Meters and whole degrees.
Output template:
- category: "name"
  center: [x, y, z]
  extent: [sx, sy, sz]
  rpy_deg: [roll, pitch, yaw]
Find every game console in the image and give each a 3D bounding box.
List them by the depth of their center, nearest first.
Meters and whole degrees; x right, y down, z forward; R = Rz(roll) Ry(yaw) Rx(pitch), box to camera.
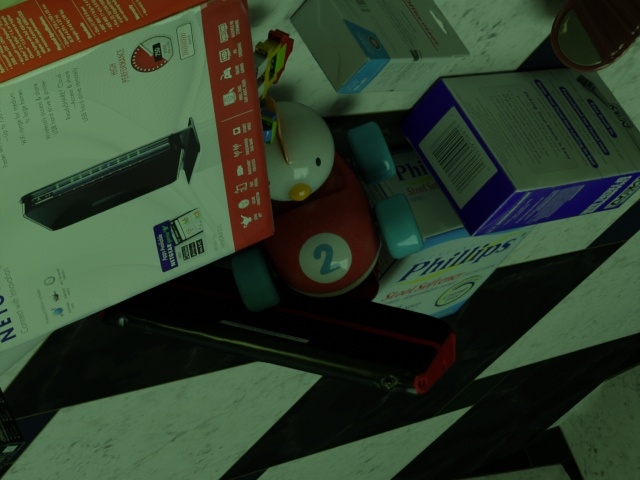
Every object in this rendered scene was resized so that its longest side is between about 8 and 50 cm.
- category: "game console"
  center: [-0.039, 0.110, 2.051]
  extent: [0.342, 0.386, 0.060]
  rpy_deg: [-33, 134, -76]

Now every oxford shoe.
- category: "oxford shoe"
  center: [0.417, -0.348, 2.068]
  extent: [0.348, 0.123, 0.130]
  rpy_deg: [-38, -174, 12]

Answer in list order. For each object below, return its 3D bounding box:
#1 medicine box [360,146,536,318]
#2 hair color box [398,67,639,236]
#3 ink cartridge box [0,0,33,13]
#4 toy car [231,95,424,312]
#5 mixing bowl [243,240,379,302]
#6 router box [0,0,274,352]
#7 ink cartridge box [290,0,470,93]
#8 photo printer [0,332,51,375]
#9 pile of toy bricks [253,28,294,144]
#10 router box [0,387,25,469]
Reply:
- category: "medicine box"
  center: [0.128, -0.001, 2.358]
  extent: [0.263, 0.149, 0.289]
  rpy_deg: [-15, 155, -39]
- category: "hair color box"
  center: [0.282, -0.123, 2.243]
  extent: [0.339, 0.185, 0.110]
  rpy_deg: [-11, 152, -44]
- category: "ink cartridge box"
  center: [-0.299, -0.173, 1.468]
  extent: [0.308, 0.091, 0.385]
  rpy_deg: [-29, 143, -6]
- category: "toy car"
  center: [-0.027, -0.068, 1.930]
  extent: [0.219, 0.210, 0.238]
  rpy_deg: [-21, 148, 4]
- category: "mixing bowl"
  center: [0.000, 0.000, 2.194]
  extent: [0.181, 0.181, 0.098]
  rpy_deg: [110, -2, -60]
- category: "router box"
  center: [-0.202, -0.076, 1.511]
  extent: [0.301, 0.082, 0.335]
  rpy_deg: [-24, 144, -14]
- category: "ink cartridge box"
  center: [0.067, -0.215, 1.822]
  extent: [0.180, 0.104, 0.060]
  rpy_deg: [-7, 149, -49]
- category: "photo printer"
  center: [-0.392, 0.073, 1.822]
  extent: [0.307, 0.107, 0.256]
  rpy_deg: [-39, 159, 18]
- category: "pile of toy bricks"
  center: [-0.089, -0.149, 1.789]
  extent: [0.105, 0.118, 0.212]
  rpy_deg: [-52, 160, -43]
- category: "router box"
  center: [-0.426, 0.228, 2.121]
  extent: [0.038, 0.122, 0.092]
  rpy_deg: [-3, 145, -46]
